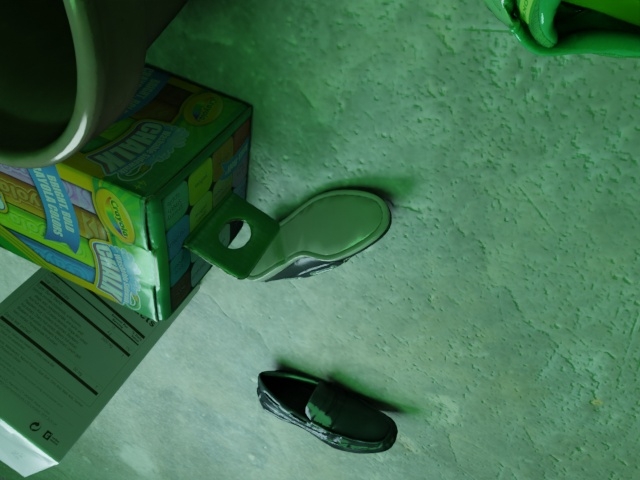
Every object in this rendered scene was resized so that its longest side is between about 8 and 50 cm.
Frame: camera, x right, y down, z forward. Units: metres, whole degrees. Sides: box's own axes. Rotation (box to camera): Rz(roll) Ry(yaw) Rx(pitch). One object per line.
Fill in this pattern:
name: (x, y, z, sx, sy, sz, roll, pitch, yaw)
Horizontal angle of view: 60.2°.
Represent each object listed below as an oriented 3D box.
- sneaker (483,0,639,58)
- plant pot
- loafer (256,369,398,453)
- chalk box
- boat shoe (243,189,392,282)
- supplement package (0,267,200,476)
sneaker: (0.126, -0.183, 0.320, 0.295, 0.123, 0.109, 23, 136, 12)
plant pot: (-0.198, -0.219, 0.402, 0.263, 0.229, 0.263, 16, 133, 17)
loafer: (0.003, 0.245, 0.804, 0.223, 0.076, 0.078, 13, 141, 26)
chalk box: (-0.186, -0.055, 0.578, 0.288, 0.180, 0.179, 22, 136, 11)
boat shoe: (0.000, 0.000, 0.618, 0.206, 0.075, 0.065, -22, 158, 35)
supplement package: (-0.339, 0.130, 0.744, 0.175, 0.293, 0.177, 45, 135, -12)
